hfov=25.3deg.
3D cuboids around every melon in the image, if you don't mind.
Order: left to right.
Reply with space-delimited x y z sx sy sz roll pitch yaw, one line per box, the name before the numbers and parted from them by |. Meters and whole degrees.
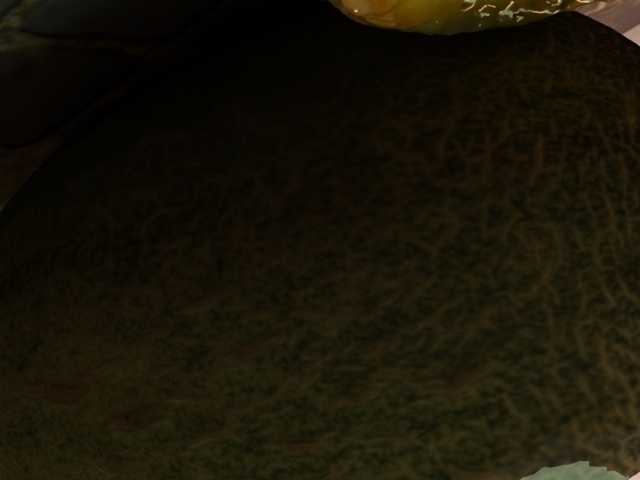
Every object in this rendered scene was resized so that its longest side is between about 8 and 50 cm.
melon | 0.009 0.033 0.558 0.329 0.249 0.248 -15 171 16

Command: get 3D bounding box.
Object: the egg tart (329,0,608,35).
egg tart | 0.074 -0.125 0.397 0.191 0.074 0.191 -21 168 -5
